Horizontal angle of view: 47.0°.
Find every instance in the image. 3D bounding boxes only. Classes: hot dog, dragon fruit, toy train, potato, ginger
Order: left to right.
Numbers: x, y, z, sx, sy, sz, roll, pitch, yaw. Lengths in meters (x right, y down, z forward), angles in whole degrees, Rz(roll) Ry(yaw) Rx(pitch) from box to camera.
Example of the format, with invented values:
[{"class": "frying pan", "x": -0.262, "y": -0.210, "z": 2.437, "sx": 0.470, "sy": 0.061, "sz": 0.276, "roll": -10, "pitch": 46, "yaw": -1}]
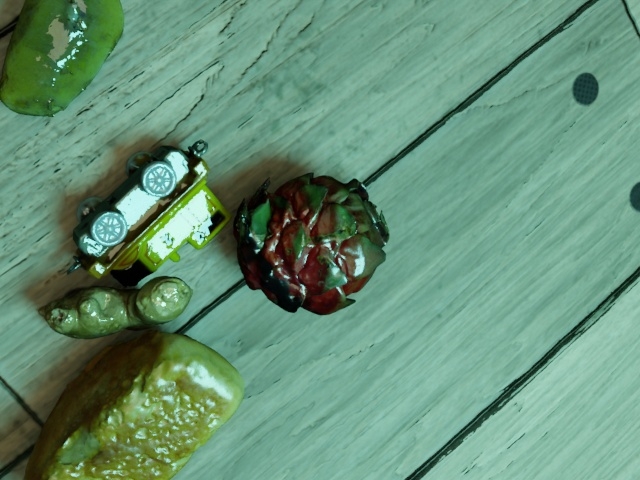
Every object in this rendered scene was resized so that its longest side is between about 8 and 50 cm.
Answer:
[{"class": "potato", "x": -0.284, "y": -0.219, "z": 0.804, "sx": 0.105, "sy": 0.085, "sz": 0.188, "roll": 31, "pitch": 91, "yaw": -19}, {"class": "ginger", "x": -0.224, "y": 0.077, "z": 0.810, "sx": 0.133, "sy": 0.214, "sz": 0.059, "roll": 2, "pitch": 80, "yaw": -34}, {"class": "hot dog", "x": -0.215, "y": 0.206, "z": 0.847, "sx": 0.257, "sy": 0.153, "sz": 0.150, "roll": -45, "pitch": 114, "yaw": -2}, {"class": "toy train", "x": -0.197, "y": -0.023, "z": 0.860, "sx": 0.219, "sy": 0.089, "sz": 0.127, "roll": -46, "pitch": 119, "yaw": -10}, {"class": "dragon fruit", "x": -0.009, "y": 0.003, "z": 0.889, "sx": 0.188, "sy": 0.182, "sz": 0.182, "roll": -8, "pitch": 100, "yaw": 0}]
